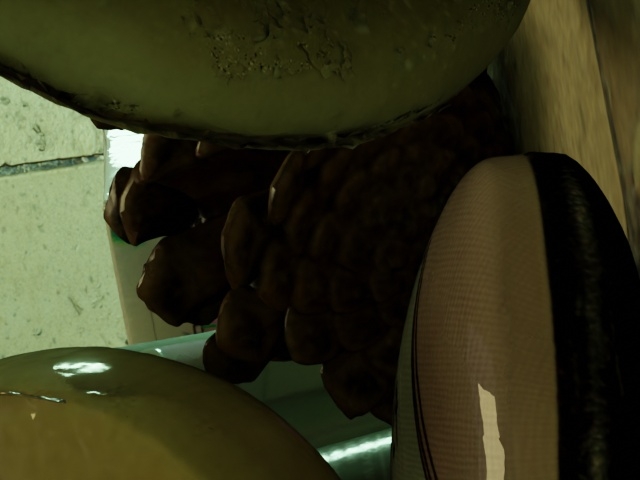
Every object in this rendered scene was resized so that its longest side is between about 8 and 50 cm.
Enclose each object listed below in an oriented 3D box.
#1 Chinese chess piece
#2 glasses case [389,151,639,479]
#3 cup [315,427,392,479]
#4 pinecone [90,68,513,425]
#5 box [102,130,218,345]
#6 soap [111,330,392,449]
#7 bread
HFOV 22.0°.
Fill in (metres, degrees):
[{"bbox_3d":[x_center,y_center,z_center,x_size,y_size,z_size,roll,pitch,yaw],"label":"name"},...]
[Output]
[{"bbox_3d":[-0.086,0.165,0.623,0.097,0.251,0.250,-8,-89,-64],"label":"Chinese chess piece"},{"bbox_3d":[0.059,0.096,0.493,0.314,0.075,0.122,84,-176,-57],"label":"glasses case"},{"bbox_3d":[0.027,0.129,0.707,0.120,0.141,0.120,170,90,-88],"label":"cup"},{"bbox_3d":[-0.007,-0.038,0.677,0.212,0.169,0.185,-127,42,-60],"label":"pinecone"},{"bbox_3d":[-0.029,0.043,1.126,0.116,0.203,0.274,-102,5,-55],"label":"box"},{"bbox_3d":[-0.043,0.151,0.853,0.347,0.115,0.208,-6,-93,-59],"label":"soap"},{"bbox_3d":[-0.045,-0.139,0.464,0.040,0.267,0.267,-53,36,44],"label":"bread"}]
